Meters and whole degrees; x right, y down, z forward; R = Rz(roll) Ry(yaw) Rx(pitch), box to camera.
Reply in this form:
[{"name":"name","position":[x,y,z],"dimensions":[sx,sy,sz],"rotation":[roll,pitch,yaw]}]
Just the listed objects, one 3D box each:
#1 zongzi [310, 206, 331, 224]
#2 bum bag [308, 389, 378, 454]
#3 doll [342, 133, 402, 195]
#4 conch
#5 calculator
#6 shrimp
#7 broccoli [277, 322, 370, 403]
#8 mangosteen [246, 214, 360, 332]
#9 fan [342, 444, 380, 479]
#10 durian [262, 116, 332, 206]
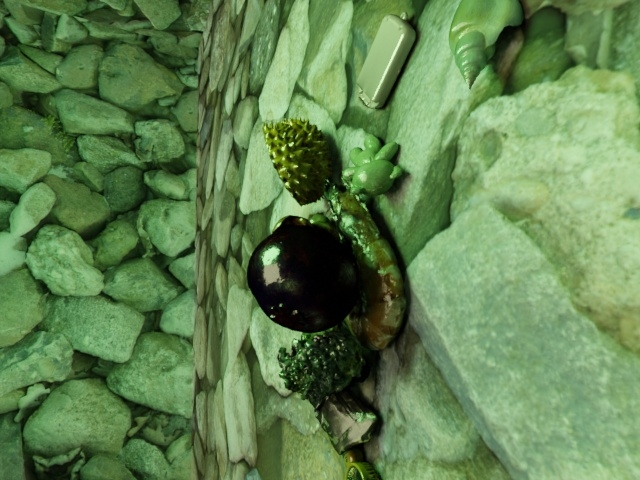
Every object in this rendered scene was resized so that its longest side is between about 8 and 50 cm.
[{"name":"zongzi","position":[0.000,0.000,0.951],"dimensions":[0.130,0.062,0.154],"rotation":[71,-154,-60]},{"name":"bum bag","position":[0.023,0.315,0.813],"dimensions":[0.102,0.069,0.248],"rotation":[-40,29,-8]},{"name":"doll","position":[0.097,-0.136,0.754],"dimensions":[0.115,0.077,0.150],"rotation":[-26,43,18]},{"name":"conch","position":[0.209,-0.281,0.538],"dimensions":[0.088,0.065,0.180],"rotation":[-16,64,64]},{"name":"calculator","position":[0.118,-0.333,0.762],"dimensions":[0.175,0.032,0.100],"rotation":[-64,35,36]},{"name":"shrimp","position":[0.057,0.042,0.804],"dimensions":[0.365,0.071,0.233],"rotation":[67,148,34]},{"name":"broccoli","position":[-0.009,0.183,0.833],"dimensions":[0.165,0.145,0.304],"rotation":[-33,22,6]},{"name":"mangosteen","position":[-0.023,0.046,0.710],"dimensions":[0.230,0.194,0.194],"rotation":[-76,13,-47]},{"name":"fan","position":[0.068,0.415,0.751],"dimensions":[0.155,0.039,0.082],"rotation":[-114,37,-50]},{"name":"durian","position":[-0.043,-0.192,0.929],"dimensions":[0.183,0.138,0.249],"rotation":[75,180,-59]}]
